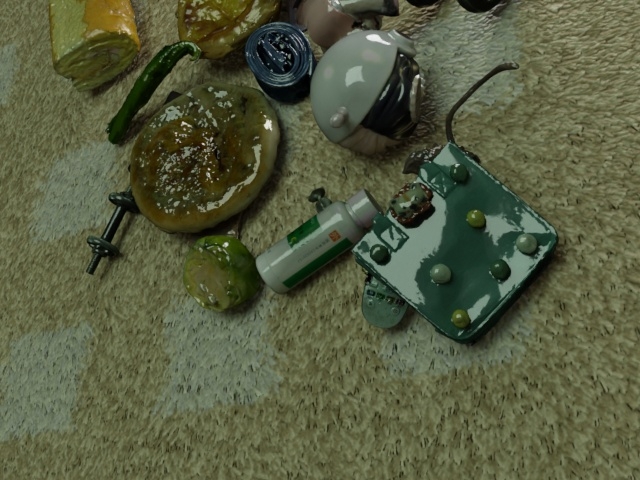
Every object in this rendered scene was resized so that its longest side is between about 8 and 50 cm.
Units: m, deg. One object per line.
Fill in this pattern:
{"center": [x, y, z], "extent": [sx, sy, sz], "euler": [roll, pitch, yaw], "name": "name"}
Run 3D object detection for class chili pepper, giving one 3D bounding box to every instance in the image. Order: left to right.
{"center": [-0.410, -0.360, 2.327], "extent": [0.359, 0.076, 0.085], "euler": [-40, 36, 35], "name": "chili pepper"}

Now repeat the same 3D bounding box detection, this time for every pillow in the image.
{"center": [-0.212, -0.068, 2.111], "extent": [0.135, 0.034, 0.211], "euler": [6, 70, 32], "name": "pillow"}

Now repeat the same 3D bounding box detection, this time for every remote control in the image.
{"center": [0.139, 0.032, 1.737], "extent": [0.097, 0.045, 0.256], "euler": [19, 87, 11], "name": "remote control"}

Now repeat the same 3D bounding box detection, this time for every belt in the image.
{"center": [-0.084, -0.394, 2.153], "extent": [0.141, 0.082, 0.190], "euler": [-30, 61, 1], "name": "belt"}

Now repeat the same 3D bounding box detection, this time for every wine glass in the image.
{"center": [0.007, -0.064, 1.955], "extent": [0.042, 0.039, 0.083], "euler": [-36, 54, 10], "name": "wine glass"}

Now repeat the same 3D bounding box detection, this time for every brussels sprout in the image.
{"center": [-0.194, 0.062, 1.970], "extent": [0.149, 0.122, 0.152], "euler": [-2, 99, 42], "name": "brussels sprout"}

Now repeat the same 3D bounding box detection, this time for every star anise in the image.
{"center": [0.249, -0.203, 1.756], "extent": [0.218, 0.227, 0.148], "euler": [-4, 36, 7], "name": "star anise"}

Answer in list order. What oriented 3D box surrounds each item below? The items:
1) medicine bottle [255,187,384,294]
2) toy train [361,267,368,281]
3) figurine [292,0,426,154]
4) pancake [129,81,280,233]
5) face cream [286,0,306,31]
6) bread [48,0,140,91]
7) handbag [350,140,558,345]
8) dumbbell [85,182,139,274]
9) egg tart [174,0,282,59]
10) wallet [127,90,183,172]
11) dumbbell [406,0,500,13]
{"center": [0.000, 0.000, 1.884], "extent": [0.260, 0.095, 0.095], "euler": [-34, 50, 13], "name": "medicine bottle"}
{"center": [0.157, 0.007, 1.794], "extent": [0.081, 0.060, 0.202], "euler": [35, 89, 35], "name": "toy train"}
{"center": [0.071, -0.333, 1.949], "extent": [0.253, 0.211, 0.361], "euler": [113, 149, -50], "name": "figurine"}
{"center": [-0.257, -0.193, 2.131], "extent": [0.386, 0.082, 0.387], "euler": [-10, 59, 17], "name": "pancake"}
{"center": [-0.034, -0.620, 2.274], "extent": [0.154, 0.096, 0.274], "euler": [-24, 66, 20], "name": "face cream"}
{"center": [-0.599, -0.594, 2.590], "extent": [0.236, 0.165, 0.375], "euler": [-30, 50, 14], "name": "bread"}
{"center": [0.227, 0.010, 1.647], "extent": [0.274, 0.100, 0.269], "euler": [43, 92, 13], "name": "handbag"}
{"center": [-0.476, -0.037, 2.243], "extent": [0.081, 0.081, 0.254], "euler": [11, 70, 38], "name": "dumbbell"}
{"center": [-0.196, -0.566, 2.303], "extent": [0.341, 0.129, 0.341], "euler": [-13, 68, 36], "name": "egg tart"}
{"center": [-0.327, -0.224, 2.249], "extent": [0.182, 0.049, 0.229], "euler": [23, 76, 25], "name": "wallet"}
{"center": [0.268, -0.556, 1.950], "extent": [0.290, 0.192, 0.192], "euler": [17, 76, 42], "name": "dumbbell"}
